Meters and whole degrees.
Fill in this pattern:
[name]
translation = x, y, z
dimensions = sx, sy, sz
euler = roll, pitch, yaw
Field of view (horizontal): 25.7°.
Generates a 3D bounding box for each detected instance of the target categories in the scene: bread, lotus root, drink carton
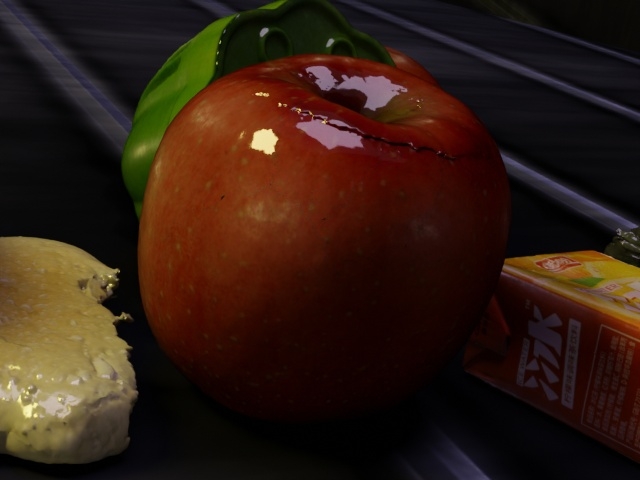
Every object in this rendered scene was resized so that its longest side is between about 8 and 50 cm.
[bread]
translation = -0.182, 0.040, 0.663
dimensions = 0.182, 0.039, 0.251
euler = 5, 16, -15
[lotus root]
translation = -0.055, -0.045, 0.861
dimensions = 0.186, 0.186, 0.186
euler = 8, 15, -2
[drink carton]
translation = 0.185, 0.070, 0.706
dimensions = 0.096, 0.071, 0.223
euler = -4, 19, -39

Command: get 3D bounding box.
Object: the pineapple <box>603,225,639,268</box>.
[pineapple]
translation = 0.271, 0.022, 0.951
dimensions = 0.159, 0.074, 0.074
euler = 9, 13, 32

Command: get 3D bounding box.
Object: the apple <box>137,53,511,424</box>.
[apple]
translation = 0.000, 0.000, 0.668
dimensions = 0.181, 0.168, 0.181
euler = 14, 17, -4

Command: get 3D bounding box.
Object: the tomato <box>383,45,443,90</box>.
[tomato]
translation = 0.004, -0.075, 1.006
dimensions = 0.195, 0.136, 0.195
euler = 8, 14, -2
